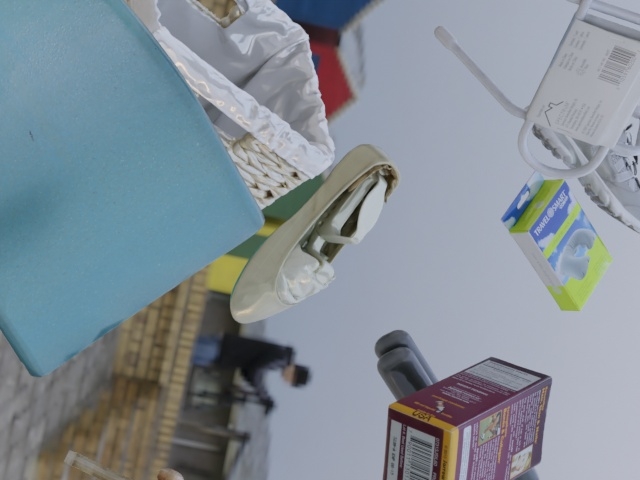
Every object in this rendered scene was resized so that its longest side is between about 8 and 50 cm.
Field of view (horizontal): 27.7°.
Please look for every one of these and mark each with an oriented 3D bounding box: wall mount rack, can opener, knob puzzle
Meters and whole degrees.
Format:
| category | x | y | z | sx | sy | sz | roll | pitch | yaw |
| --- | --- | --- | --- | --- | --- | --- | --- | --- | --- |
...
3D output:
| category | x | y | z | sx | sy | sz | roll | pitch | yaw |
| --- | --- | --- | --- | --- | --- | --- | --- | --- | --- |
| wall mount rack | 0.299 | -0.247 | 1.603 | 0.350 | 0.304 | 0.130 | 109 | 2 | -50 |
| can opener | 0.157 | 0.213 | 1.489 | 0.093 | 0.280 | 0.074 | -32 | -157 | 12 |
| knob puzzle | -0.108 | 0.189 | 0.965 | 0.030 | 0.213 | 0.213 | -64 | -177 | -13 |

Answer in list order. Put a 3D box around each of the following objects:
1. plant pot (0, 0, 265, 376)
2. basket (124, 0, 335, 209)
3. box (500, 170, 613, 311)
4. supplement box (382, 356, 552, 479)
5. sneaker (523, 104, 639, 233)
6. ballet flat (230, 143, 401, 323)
| category | x | y | z | sx | sy | sz | roll | pitch | yaw |
| --- | --- | --- | --- | --- | --- | --- | --- | --- | --- |
| plant pot | -0.168 | -0.081 | 0.718 | 0.165 | 0.165 | 0.234 | 47 | -14 | 38 |
| basket | -0.195 | -0.208 | 1.762 | 0.266 | 0.328 | 0.331 | -38 | -144 | 22 |
| box | 0.331 | 0.000 | 1.803 | 0.042 | 0.178 | 0.109 | -1 | -136 | 50 |
| supplement box | 0.152 | 0.199 | 1.330 | 0.188 | 0.081 | 0.104 | -17 | 117 | -48 |
| sneaker | 0.422 | -0.116 | 1.869 | 0.115 | 0.281 | 0.105 | -42 | -169 | 5 |
| ballet flat | 0.000 | 0.000 | 1.408 | 0.248 | 0.086 | 0.086 | -52 | -176 | -6 |
